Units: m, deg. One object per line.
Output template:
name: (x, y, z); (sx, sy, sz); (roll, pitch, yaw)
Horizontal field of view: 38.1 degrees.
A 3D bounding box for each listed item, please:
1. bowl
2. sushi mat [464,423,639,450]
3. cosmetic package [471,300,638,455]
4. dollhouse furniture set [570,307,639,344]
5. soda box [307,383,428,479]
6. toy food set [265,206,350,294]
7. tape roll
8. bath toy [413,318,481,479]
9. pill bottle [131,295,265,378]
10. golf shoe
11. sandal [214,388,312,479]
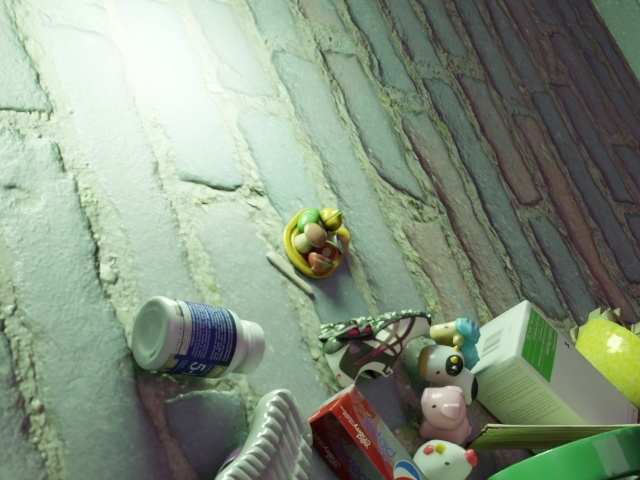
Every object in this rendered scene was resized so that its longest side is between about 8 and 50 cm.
bowl: (0.676, 0.332, 2.114); (0.156, 0.289, 0.289); (-44, 97, -10)
sushi mat: (0.439, 0.371, 1.753); (0.316, 0.151, 0.019); (2, 65, -10)
cosmetic package: (0.487, 0.331, 1.944); (0.365, 0.155, 0.197); (42, 37, -11)
dollhouse furniture set: (0.725, 0.185, 2.289); (0.101, 0.182, 0.161); (43, 38, -12)
soda box: (0.090, 0.377, 1.545); (0.263, 0.083, 0.092); (52, 36, 1)
toy food set: (0.000, 0.000, 1.770); (0.128, 0.071, 0.218); (46, 37, -8)
tape roll: (0.458, 0.431, 1.690); (0.321, 0.321, 0.077); (8, 56, -43)
bath toy: (0.239, 0.308, 1.724); (0.151, 0.129, 0.348); (37, 40, -20)
pill bottle: (-0.182, 0.153, 1.420); (0.186, 0.112, 0.112); (15, 50, -38)
golf shoe: (0.107, 0.195, 1.722); (0.272, 0.105, 0.120); (-7, 81, -42)
sandal: (-0.103, 0.372, 1.345); (0.169, 0.102, 0.416); (62, 22, -11)
